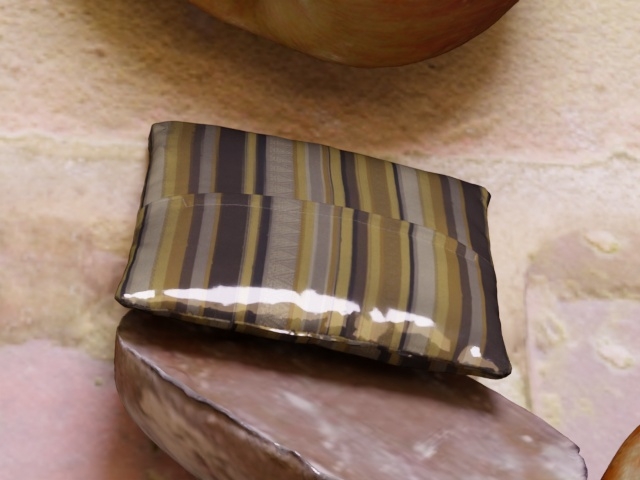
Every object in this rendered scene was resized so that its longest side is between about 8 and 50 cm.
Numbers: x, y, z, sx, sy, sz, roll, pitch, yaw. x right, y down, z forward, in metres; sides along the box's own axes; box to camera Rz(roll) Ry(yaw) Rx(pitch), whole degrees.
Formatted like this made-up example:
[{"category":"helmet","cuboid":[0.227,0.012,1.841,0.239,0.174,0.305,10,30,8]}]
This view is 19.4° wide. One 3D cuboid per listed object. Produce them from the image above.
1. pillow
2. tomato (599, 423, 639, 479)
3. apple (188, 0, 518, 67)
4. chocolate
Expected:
[{"category":"pillow","cuboid":[0.000,0.000,1.043,0.212,0.052,0.208,12,27,-6]},{"category":"tomato","cuboid":[0.260,0.190,0.924,0.270,0.223,0.270,-6,37,5]},{"category":"apple","cuboid":[0.005,-0.236,1.093,0.309,0.277,0.250,4,71,7]},{"category":"chocolate","cuboid":[0.009,0.113,0.975,0.254,0.080,0.157,28,27,25]}]
